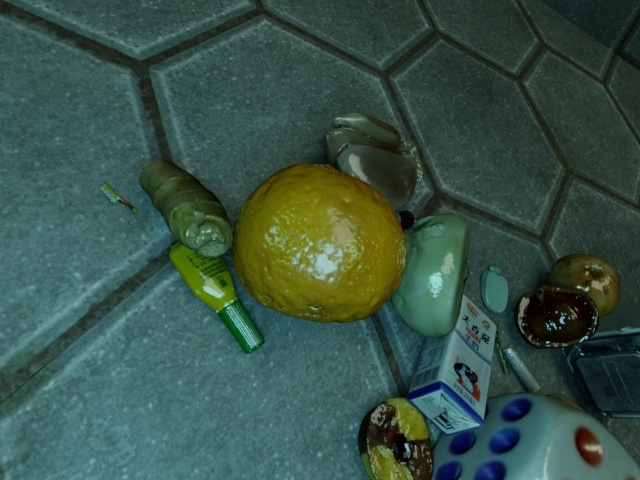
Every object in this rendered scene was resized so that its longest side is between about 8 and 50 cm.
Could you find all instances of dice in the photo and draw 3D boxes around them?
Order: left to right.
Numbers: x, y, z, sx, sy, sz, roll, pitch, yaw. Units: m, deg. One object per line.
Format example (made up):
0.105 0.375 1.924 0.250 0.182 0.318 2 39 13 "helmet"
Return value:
0.421 0.507 0.844 0.304 0.304 0.277 48 54 -1 "dice"

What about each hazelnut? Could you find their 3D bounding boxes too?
0.647 0.218 1.182 0.201 0.161 0.170 -16 52 -5 "hazelnut"

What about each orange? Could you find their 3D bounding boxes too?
0.000 0.000 0.839 0.340 0.340 0.293 13 94 -23 "orange"

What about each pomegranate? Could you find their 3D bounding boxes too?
0.790 0.141 1.287 0.207 0.207 0.207 12 62 -23 "pomegranate"

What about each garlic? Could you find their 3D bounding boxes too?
0.138 -0.197 1.137 0.325 0.132 0.279 -2 68 -32 "garlic"

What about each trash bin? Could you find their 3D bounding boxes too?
0.920 0.319 1.217 0.367 0.296 0.256 -20 85 -42 "trash bin"

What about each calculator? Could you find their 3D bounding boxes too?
0.510 0.139 1.243 0.095 0.021 0.153 26 61 -16 "calculator"

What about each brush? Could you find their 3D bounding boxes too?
-0.408 -0.080 0.857 0.083 0.019 0.021 41 64 -5 "brush"

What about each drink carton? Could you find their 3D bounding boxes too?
0.312 0.273 0.984 0.130 0.106 0.315 44 40 -5 "drink carton"

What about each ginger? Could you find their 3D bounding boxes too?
-0.254 -0.061 0.822 0.116 0.109 0.263 -27 52 -32 "ginger"

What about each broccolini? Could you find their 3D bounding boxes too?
0.487 0.291 1.155 0.035 0.030 0.140 -7 74 -36 "broccolini"

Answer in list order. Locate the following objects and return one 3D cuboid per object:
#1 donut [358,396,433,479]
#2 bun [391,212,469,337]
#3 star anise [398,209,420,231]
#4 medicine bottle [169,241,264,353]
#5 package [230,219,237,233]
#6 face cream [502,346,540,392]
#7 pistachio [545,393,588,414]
0.152 0.426 0.880 0.166 0.073 0.184 -7 69 -32 "donut"
0.228 0.072 0.946 0.179 0.283 0.283 7 53 24 "bun"
0.272 0.029 1.121 0.220 0.099 0.214 28 55 -14 "star anise"
-0.200 0.108 0.850 0.260 0.064 0.095 55 40 5 "medicine bottle"
-0.223 -0.028 0.924 0.110 0.015 0.037 -3 57 -41 "package"
0.542 0.347 1.152 0.034 0.034 0.130 -29 82 -35 "face cream"
0.616 0.527 1.041 0.166 0.197 0.288 46 23 -58 "pistachio"
